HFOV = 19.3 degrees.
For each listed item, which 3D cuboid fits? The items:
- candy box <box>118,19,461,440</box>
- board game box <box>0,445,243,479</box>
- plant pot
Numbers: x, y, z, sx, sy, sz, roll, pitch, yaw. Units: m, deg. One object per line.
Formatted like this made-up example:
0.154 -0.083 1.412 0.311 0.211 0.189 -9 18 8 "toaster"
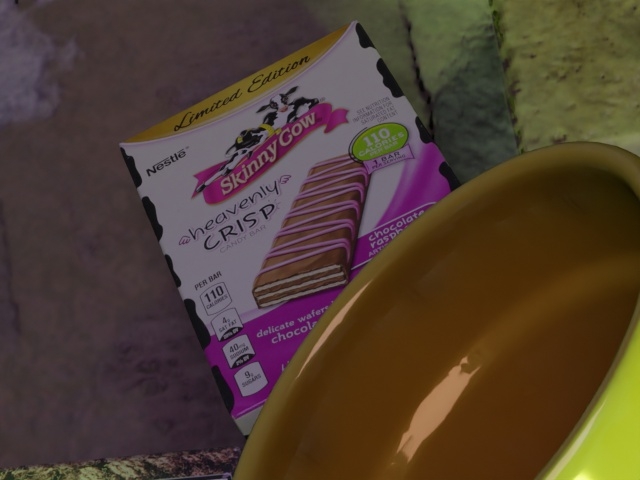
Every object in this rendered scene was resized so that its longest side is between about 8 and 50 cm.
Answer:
0.000 0.000 1.012 0.159 0.071 0.233 -28 43 0 "candy box"
-0.160 0.245 0.956 0.291 0.141 0.232 -6 68 11 "board game box"
0.126 0.125 0.820 0.254 0.239 0.254 -40 25 23 "plant pot"
